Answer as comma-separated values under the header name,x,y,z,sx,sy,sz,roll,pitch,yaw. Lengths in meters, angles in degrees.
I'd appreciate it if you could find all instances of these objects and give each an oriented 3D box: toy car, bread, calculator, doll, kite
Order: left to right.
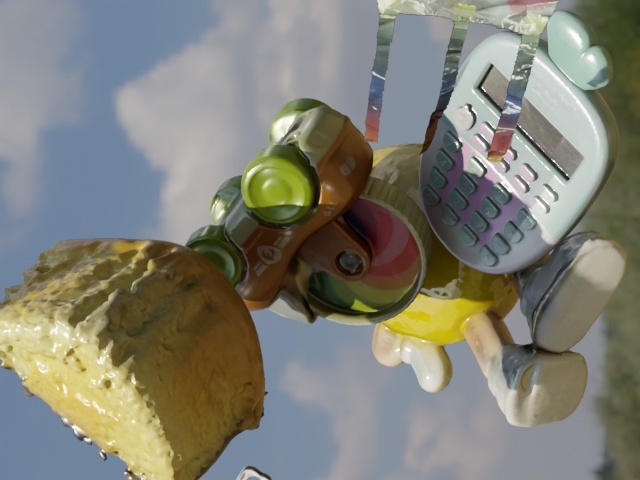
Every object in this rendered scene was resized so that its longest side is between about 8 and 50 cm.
name,x,y,z,sx,sy,sz,roll,pitch,yaw
bread,-0.163,0.088,1.786,0.204,0.262,0.162,-47,-9,-44
toy car,0.000,0.000,1.935,0.145,0.235,0.235,-65,-24,-58
kite,0.116,-0.185,1.540,0.360,0.204,0.022,95,180,-50
doll,0.156,0.005,2.043,0.161,0.348,0.423,17,-135,-40
calculator,0.191,-0.092,1.865,0.041,0.185,0.299,-21,-29,-44

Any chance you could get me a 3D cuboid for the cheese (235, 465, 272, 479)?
name,x,y,z,sx,sy,sz,roll,pitch,yaw
cheese,-0.128,0.372,2.328,0.227,0.137,0.064,-60,-1,-8
